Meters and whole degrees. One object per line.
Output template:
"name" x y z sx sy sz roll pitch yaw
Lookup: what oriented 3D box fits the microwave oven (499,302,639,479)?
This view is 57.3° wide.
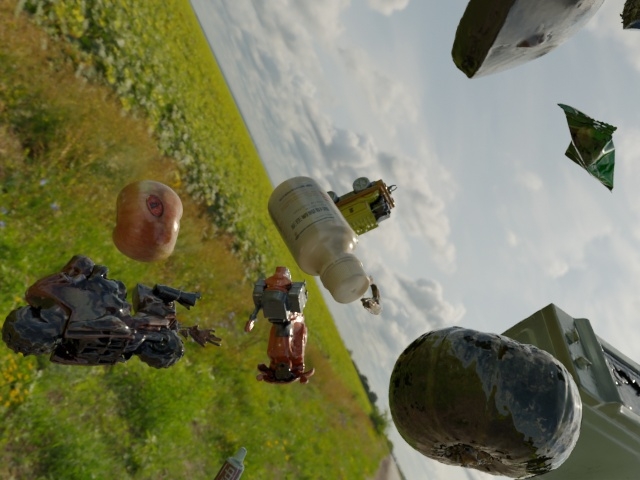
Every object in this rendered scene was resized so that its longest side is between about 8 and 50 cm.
"microwave oven" 0.473 0.320 1.125 0.355 0.286 0.218 32 36 -21

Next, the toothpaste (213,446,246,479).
"toothpaste" -0.123 0.300 0.666 0.037 0.139 0.021 28 -11 12

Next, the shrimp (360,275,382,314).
"shrimp" 0.126 0.130 1.407 0.162 0.045 0.095 30 66 -69

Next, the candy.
"candy" 0.578 -0.202 1.250 0.203 0.078 0.141 54 14 -51

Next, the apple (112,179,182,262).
"apple" -0.439 -0.050 1.485 0.209 0.164 0.209 -169 -90 -74

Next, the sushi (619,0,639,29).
"sushi" 0.713 -0.515 1.315 0.084 0.056 0.083 -98 -168 -71

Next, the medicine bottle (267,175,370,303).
"medicine bottle" 0.000 0.000 1.008 0.252 0.114 0.114 58 -6 41

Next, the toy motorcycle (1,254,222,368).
"toy motorcycle" -0.323 0.130 1.009 0.401 0.134 0.207 15 36 -34

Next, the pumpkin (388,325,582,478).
"pumpkin" 0.189 0.189 0.691 0.223 0.224 0.157 68 38 -55

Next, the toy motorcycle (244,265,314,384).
"toy motorcycle" -0.091 0.232 1.455 0.221 0.148 0.325 -72 159 -53

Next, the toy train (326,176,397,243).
"toy train" 0.074 -0.057 1.284 0.089 0.219 0.127 56 15 -46

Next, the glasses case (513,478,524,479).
"glasses case" 0.574 0.703 1.352 0.076 0.144 0.336 83 -8 -55

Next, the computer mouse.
"computer mouse" 0.292 -0.305 0.745 0.100 0.269 0.170 46 -25 19
